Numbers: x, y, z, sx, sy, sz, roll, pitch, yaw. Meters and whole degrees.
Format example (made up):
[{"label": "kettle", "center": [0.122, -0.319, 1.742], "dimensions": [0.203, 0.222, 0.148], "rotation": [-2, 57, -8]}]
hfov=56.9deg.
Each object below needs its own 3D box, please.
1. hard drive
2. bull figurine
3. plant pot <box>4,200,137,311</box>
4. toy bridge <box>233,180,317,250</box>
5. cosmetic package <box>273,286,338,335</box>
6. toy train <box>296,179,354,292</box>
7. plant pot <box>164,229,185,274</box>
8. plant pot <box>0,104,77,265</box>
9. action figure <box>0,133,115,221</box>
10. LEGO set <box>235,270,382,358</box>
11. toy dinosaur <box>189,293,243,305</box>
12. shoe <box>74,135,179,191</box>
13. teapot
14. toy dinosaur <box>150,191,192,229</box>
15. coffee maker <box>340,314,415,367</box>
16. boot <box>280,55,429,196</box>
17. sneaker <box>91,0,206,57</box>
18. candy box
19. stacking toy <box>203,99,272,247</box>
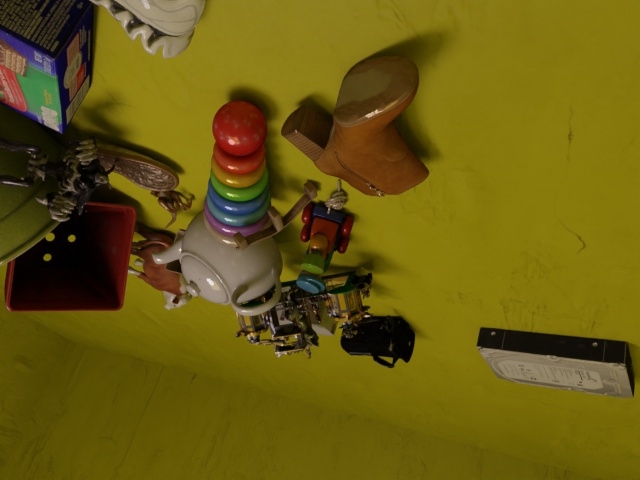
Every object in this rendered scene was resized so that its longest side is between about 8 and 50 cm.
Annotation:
[{"label": "hard drive", "center": [0.586, 0.307, 1.474], "dimensions": [0.338, 0.064, 0.237], "rotation": [1, 149, 32]}, {"label": "bull figurine", "center": [-0.464, 0.077, 1.675], "dimensions": [0.188, 0.101, 0.310], "rotation": [17, 141, 6]}, {"label": "plant pot", "center": [-0.647, 0.015, 1.473], "dimensions": [0.267, 0.267, 0.235], "rotation": [5, -171, -40]}, {"label": "toy bridge", "center": [-0.085, -0.039, 1.126], "dimensions": [0.026, 0.188, 0.063], "rotation": [47, 166, 22]}, {"label": "cosmetic package", "center": [-0.060, 0.185, 1.617], "dimensions": [0.231, 0.118, 0.085], "rotation": [-2, 149, 35]}, {"label": "toy train", "center": [0.000, 0.000, 1.172], "dimensions": [0.105, 0.144, 0.248], "rotation": [17, 155, 4]}, {"label": "plant pot", "center": [-0.326, 0.048, 1.554], "dimensions": [0.108, 0.109, 0.096], "rotation": [14, 167, 11]}, {"label": "plant pot", "center": [-0.713, -0.177, 1.135], "dimensions": [0.366, 0.367, 0.353], "rotation": [4, 139, 29]}, {"label": "action figure", "center": [-0.474, -0.120, 1.073], "dimensions": [0.140, 0.164, 0.275], "rotation": [26, -166, 36]}, {"label": "LEGO set", "center": [-0.022, 0.202, 1.380], "dimensions": [0.331, 0.192, 0.255], "rotation": [-12, -171, 5]}, {"label": "toy dinosaur", "center": [-0.350, 0.146, 1.813], "dimensions": [0.268, 0.064, 0.118], "rotation": [23, 148, 2]}, {"label": "shoe", "center": [-0.397, -0.165, 1.236], "dimensions": [0.218, 0.058, 0.077], "rotation": [18, 135, -6]}, {"label": "teapot", "center": [-0.217, 0.055, 1.311], "dimensions": [0.252, 0.187, 0.256], "rotation": [48, 149, -9]}, {"label": "toy dinosaur", "center": [-0.348, -0.089, 1.356], "dimensions": [0.112, 0.064, 0.212], "rotation": [28, 153, 32]}, {"label": "coffee maker", "center": [0.151, 0.260, 1.648], "dimensions": [0.178, 0.120, 0.171], "rotation": [-3, 123, 37]}, {"label": "boot", "center": [0.097, -0.151, 0.876], "dimensions": [0.211, 0.104, 0.295], "rotation": [28, 159, -30]}, {"label": "sneaker", "center": [-0.277, -0.350, 0.731], "dimensions": [0.292, 0.110, 0.118], "rotation": [23, 148, -27]}, {"label": "candy box", "center": [-0.521, -0.329, 0.895], "dimensions": [0.317, 0.122, 0.268], "rotation": [28, 158, -13]}, {"label": "stacking toy", "center": [-0.151, -0.121, 1.065], "dimensions": [0.141, 0.141, 0.330], "rotation": [18, 150, 3]}]
